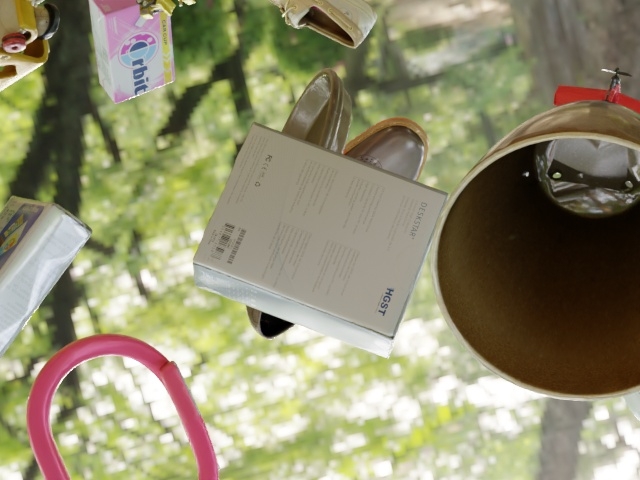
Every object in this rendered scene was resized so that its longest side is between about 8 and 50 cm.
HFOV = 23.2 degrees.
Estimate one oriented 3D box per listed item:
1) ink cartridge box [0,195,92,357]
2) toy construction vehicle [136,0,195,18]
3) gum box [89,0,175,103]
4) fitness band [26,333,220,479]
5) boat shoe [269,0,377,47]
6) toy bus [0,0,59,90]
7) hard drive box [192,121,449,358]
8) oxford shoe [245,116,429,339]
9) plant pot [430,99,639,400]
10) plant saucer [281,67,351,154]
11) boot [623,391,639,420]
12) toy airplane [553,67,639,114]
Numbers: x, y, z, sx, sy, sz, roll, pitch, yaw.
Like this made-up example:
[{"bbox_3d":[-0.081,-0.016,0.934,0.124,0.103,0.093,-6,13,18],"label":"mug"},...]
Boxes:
[{"bbox_3d":[-0.386,0.090,1.705,0.307,0.072,0.303,-56,-162,-8],"label":"ink cartridge box"},{"bbox_3d":[-0.200,-0.308,1.964,0.098,0.035,0.086,-7,156,23],"label":"toy construction vehicle"},{"bbox_3d":[-0.289,-0.307,2.412,0.107,0.188,0.062,-22,-129,-20],"label":"gum box"},{"bbox_3d":[-0.246,0.257,1.948,0.209,0.291,0.054,-23,-173,-7],"label":"fitness band"},{"bbox_3d":[-0.018,-0.286,1.901,0.170,0.059,0.063,23,155,5],"label":"boat shoe"},{"bbox_3d":[-0.364,-0.239,1.812,0.202,0.191,0.104,30,-169,36],"label":"toy bus"},{"bbox_3d":[0.000,0.000,1.710,0.232,0.181,0.089,21,161,5],"label":"hard drive box"},{"bbox_3d":[0.029,-0.007,2.144,0.363,0.130,0.133,-53,-166,16],"label":"oxford shoe"},{"bbox_3d":[0.234,-0.026,1.359,0.237,0.237,0.254,-12,-160,20],"label":"plant pot"},{"bbox_3d":[-0.027,-0.081,1.954,0.041,0.278,0.278,22,177,-12],"label":"plant saucer"},{"bbox_3d":[0.418,0.158,1.603,0.176,0.244,0.088,-24,-161,42],"label":"boot"},{"bbox_3d":[0.344,-0.139,1.915,0.151,0.151,0.028,-11,180,30],"label":"toy airplane"}]
